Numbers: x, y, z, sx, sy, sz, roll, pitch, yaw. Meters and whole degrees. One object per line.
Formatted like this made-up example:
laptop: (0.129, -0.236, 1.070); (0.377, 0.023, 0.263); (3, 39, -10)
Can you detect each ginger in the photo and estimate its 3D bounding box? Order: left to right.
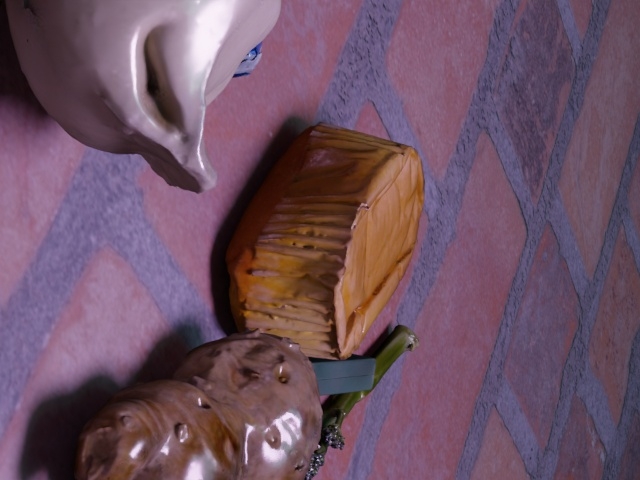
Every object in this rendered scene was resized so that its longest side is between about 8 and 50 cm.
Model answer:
ginger: (-0.120, 0.216, 1.724); (0.375, 0.176, 0.256); (1, 109, -64)

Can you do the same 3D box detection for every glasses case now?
glasses case: (-0.007, 0.151, 2.045); (0.184, 0.077, 0.039); (4, 95, -64)

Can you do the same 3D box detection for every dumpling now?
dumpling: (-0.167, -0.222, 1.489); (0.233, 0.315, 0.395); (-12, 88, -21)

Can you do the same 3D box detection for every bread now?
bread: (0.000, 0.000, 1.953); (0.288, 0.156, 0.204); (-62, 154, -44)

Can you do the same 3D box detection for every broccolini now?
broccolini: (0.039, 0.192, 2.150); (0.392, 0.074, 0.079); (-43, 140, -52)

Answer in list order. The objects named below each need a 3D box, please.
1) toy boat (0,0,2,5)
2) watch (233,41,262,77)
toy boat: (-0.318, -0.194, 1.351); (0.088, 0.089, 0.229); (-43, 151, 4)
watch: (-0.128, -0.306, 1.638); (0.068, 0.276, 0.274); (-12, 131, -39)
